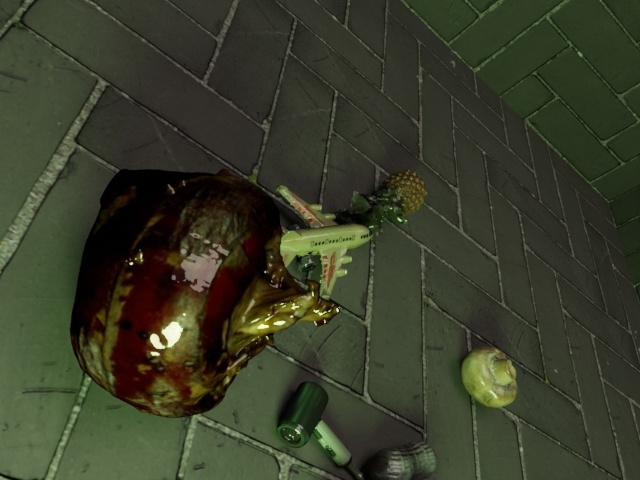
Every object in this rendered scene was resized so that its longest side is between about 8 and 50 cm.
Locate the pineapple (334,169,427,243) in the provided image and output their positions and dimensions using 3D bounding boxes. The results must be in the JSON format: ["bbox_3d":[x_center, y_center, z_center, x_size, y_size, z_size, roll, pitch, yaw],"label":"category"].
[{"bbox_3d":[0.146,-0.088,1.427,0.277,0.118,0.130,-34,108,-51],"label":"pineapple"}]

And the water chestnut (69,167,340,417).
[{"bbox_3d":[-0.146,0.070,0.814,0.346,0.335,0.335,16,40,8],"label":"water chestnut"}]

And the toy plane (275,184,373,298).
[{"bbox_3d":[0.000,0.000,1.206,0.256,0.104,0.242,1,59,-47],"label":"toy plane"}]

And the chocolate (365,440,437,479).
[{"bbox_3d":[0.146,0.397,1.091,0.167,0.072,0.072,9,56,-47],"label":"chocolate"}]

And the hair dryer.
[{"bbox_3d":[0.013,0.334,1.015,0.198,0.057,0.100,51,38,-15],"label":"hair dryer"}]

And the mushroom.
[{"bbox_3d":[0.381,0.305,1.385,0.148,0.112,0.148,31,46,-40],"label":"mushroom"}]
